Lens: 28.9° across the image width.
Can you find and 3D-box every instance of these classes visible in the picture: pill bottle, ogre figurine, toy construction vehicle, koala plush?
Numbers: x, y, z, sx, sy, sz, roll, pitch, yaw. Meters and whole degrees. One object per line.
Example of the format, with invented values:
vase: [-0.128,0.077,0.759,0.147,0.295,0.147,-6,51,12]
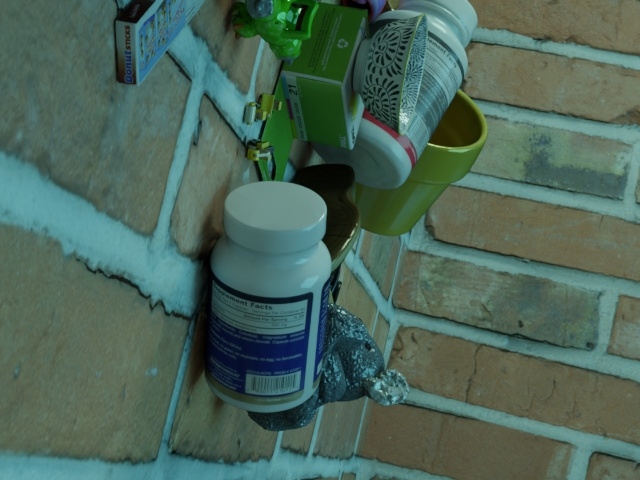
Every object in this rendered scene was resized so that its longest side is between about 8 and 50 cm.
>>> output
pill bottle: [0.127,-0.254,1.987,0.318,0.176,0.176,-60,163,-21]
ogre figurine: [-0.050,-0.281,1.405,0.197,0.097,0.118,107,-13,-72]
toy construction vehicle: [-0.072,-0.145,1.598,0.098,0.035,0.086,-32,132,-76]
koala plush: [0.006,0.178,1.785,0.221,0.196,0.203,12,97,-47]
pill bottle: [-0.065,0.069,1.553,0.153,0.153,0.264,-62,161,-58]

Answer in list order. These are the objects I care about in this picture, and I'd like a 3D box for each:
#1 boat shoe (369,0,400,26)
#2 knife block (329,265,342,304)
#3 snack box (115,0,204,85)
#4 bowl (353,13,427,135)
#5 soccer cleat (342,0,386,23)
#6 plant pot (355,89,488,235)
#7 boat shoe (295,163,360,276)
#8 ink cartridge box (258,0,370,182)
boat shoe: [0.161,-0.388,2.243,0.122,0.120,0.324,67,14,-3]
knife block: [-0.034,0.111,1.953,0.275,0.088,0.242,-53,153,-66]
snack box: [-0.146,-0.214,1.156,0.178,0.022,0.064,-66,165,-51]
bowl: [0.092,-0.236,1.722,0.170,0.080,0.170,13,90,-80]
soccer cleat: [0.069,-0.428,1.938,0.248,0.083,0.095,90,20,-59]
plant pot: [0.138,-0.149,2.220,0.254,0.254,0.239,-64,178,-53]
boat shoe: [0.000,0.000,1.841,0.342,0.123,0.123,-84,172,-64]
ink cartridge box: [-0.004,-0.179,1.759,0.189,0.097,0.255,79,24,-66]
